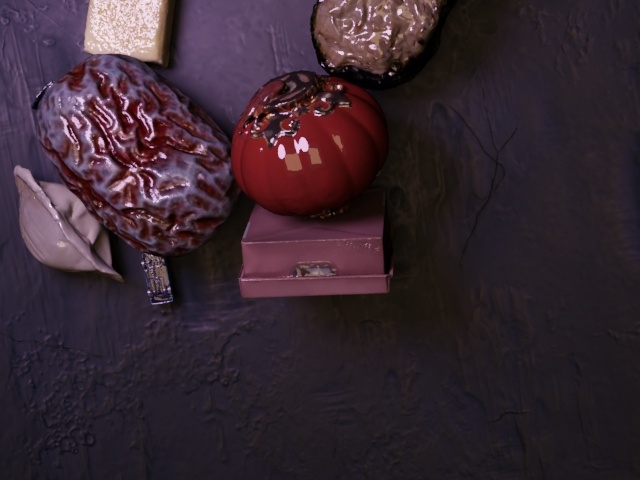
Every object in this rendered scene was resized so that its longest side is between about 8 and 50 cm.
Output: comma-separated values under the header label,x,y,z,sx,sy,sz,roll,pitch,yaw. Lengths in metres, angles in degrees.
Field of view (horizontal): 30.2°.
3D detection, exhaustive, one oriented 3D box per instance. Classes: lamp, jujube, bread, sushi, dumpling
label,x,y,z,sx,sy,sz,roll,pitch,yaw
lamp,-0.018,-0.137,1.648,0.226,0.227,0.227,1,97,5
jujube,-0.264,-0.125,1.731,0.317,0.226,0.226,41,99,-5
bread,-0.283,-0.360,1.778,0.125,0.068,0.188,8,99,4
sushi,0.110,-0.381,1.686,0.211,0.171,0.350,24,98,4
dumpling,-0.384,-0.021,1.784,0.126,0.166,0.216,-18,94,-16

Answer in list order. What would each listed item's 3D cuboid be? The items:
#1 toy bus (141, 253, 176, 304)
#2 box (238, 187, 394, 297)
label,x,y,z,sx,sy,sz,roll,pitch,yaw
toy bus,-0.250,0.054,1.839,0.038,0.046,0.083,-9,99,7
box,0.000,0.000,1.718,0.215,0.215,0.086,-2,113,6
